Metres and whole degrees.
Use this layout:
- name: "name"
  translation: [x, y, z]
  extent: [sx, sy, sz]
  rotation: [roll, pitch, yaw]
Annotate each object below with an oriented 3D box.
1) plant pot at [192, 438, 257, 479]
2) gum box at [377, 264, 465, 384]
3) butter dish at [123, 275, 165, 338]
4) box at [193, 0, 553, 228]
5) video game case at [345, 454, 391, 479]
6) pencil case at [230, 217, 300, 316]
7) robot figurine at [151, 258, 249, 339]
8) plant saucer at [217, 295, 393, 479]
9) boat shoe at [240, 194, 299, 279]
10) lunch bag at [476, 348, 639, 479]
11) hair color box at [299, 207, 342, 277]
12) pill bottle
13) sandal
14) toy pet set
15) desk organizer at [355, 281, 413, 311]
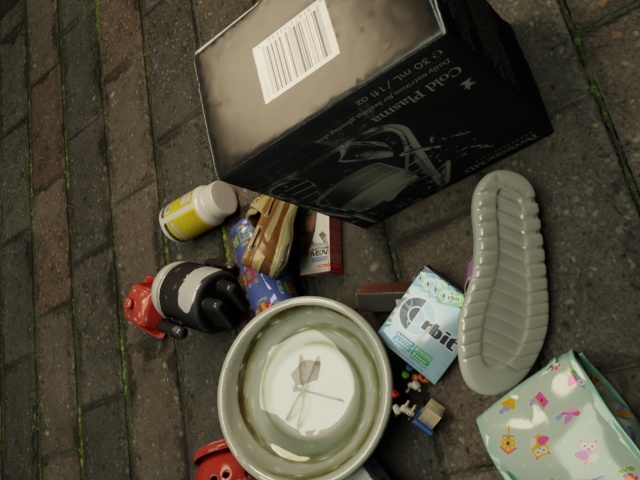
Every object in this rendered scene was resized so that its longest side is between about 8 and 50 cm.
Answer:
- name: "plant pot"
  translation: [-0.200, 0.558, 1.472]
  extent: [0.191, 0.191, 0.174]
  rotation: [-32, 56, 29]
- name: "gum box"
  translation: [0.225, 0.169, 1.279]
  extent: [0.157, 0.041, 0.184]
  rotation: [38, 105, 20]
- name: "butter dish"
  translation: [-0.517, 0.188, 1.841]
  extent: [0.160, 0.118, 0.160]
  rotation: [16, 91, 39]
- name: "box"
  translation: [0.104, -0.282, 1.218]
  extent: [0.480, 0.472, 0.297]
  rotation: [-27, 66, 31]
- name: "video game case"
  translation: [0.071, 0.576, 1.256]
  extent: [0.244, 0.061, 0.269]
  rotation: [-67, 21, 5]
- name: "pencil case"
  translation: [-0.122, 0.085, 1.548]
  extent: [0.119, 0.133, 0.306]
  rotation: [-51, 51, 43]
- name: "robot figurine"
  translation: [-0.318, 0.149, 1.660]
  extent: [0.278, 0.209, 0.173]
  rotation: [9, 103, 39]
- name: "plant saucer"
  translation: [-0.026, 0.322, 1.352]
  extent: [0.401, 0.100, 0.400]
  rotation: [-9, 68, 23]
- name: "boat shoe"
  translation: [-0.115, -0.062, 1.503]
  extent: [0.122, 0.120, 0.323]
  rotation: [110, 171, -52]
- name: "lunch bag"
  translation: [0.414, 0.342, 1.046]
  extent: [0.223, 0.160, 0.262]
  rotation: [-44, 63, 24]
- name: "hair color box"
  translation: [0.000, 0.000, 1.512]
  extent: [0.093, 0.053, 0.167]
  rotation: [-12, 72, 37]
- name: "pill bottle"
  translation: [-0.337, -0.081, 1.754]
  extent: [0.209, 0.119, 0.119]
  rotation: [-23, 67, 33]
- name: "sandal"
  translation: [0.337, 0.079, 1.186]
  extent: [0.102, 0.170, 0.416]
  rotation: [145, 134, -79]
- name: "toy pet set"
  translation: [0.189, 0.330, 1.270]
  extent: [0.114, 0.122, 0.065]
  rotation: [36, 118, 10]
- name: "desk organizer"
  translation: [0.147, 0.122, 1.370]
  extent: [0.130, 0.050, 0.047]
  rotation: [-4, 112, 23]
